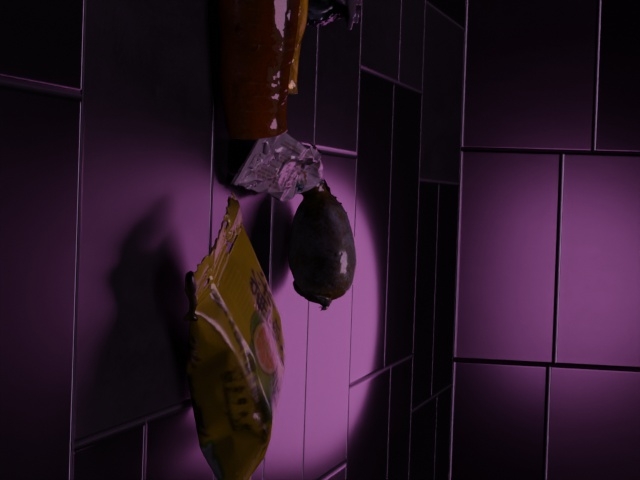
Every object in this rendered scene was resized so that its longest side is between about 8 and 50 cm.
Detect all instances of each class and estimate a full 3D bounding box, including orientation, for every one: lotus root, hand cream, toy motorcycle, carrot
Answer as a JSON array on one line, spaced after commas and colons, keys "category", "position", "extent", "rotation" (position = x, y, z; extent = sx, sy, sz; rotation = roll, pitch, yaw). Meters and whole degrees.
[{"category": "lotus root", "position": [0.003, 0.000, 2.078], "extent": [0.088, 0.088, 0.165], "rotation": [46, 38, -73]}, {"category": "hand cream", "position": [-0.040, -0.082, 1.917], "extent": [0.084, 0.050, 0.257], "rotation": [-56, 170, 4]}, {"category": "toy motorcycle", "position": [0.030, -0.333, 2.046], "extent": [0.082, 0.122, 0.213], "rotation": [98, 2, -63]}, {"category": "carrot", "position": [-0.063, -0.196, 1.738], "extent": [0.087, 0.087, 0.193], "rotation": [-30, 125, -75]}]

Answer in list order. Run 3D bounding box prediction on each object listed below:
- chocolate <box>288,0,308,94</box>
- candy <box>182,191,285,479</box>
[{"category": "chocolate", "position": [-0.045, -0.254, 1.812], "extent": [0.085, 0.085, 0.219], "rotation": [-60, 150, -65]}, {"category": "candy", "position": [-0.081, 0.122, 1.704], "extent": [0.187, 0.081, 0.297], "rotation": [-69, 158, -59]}]
